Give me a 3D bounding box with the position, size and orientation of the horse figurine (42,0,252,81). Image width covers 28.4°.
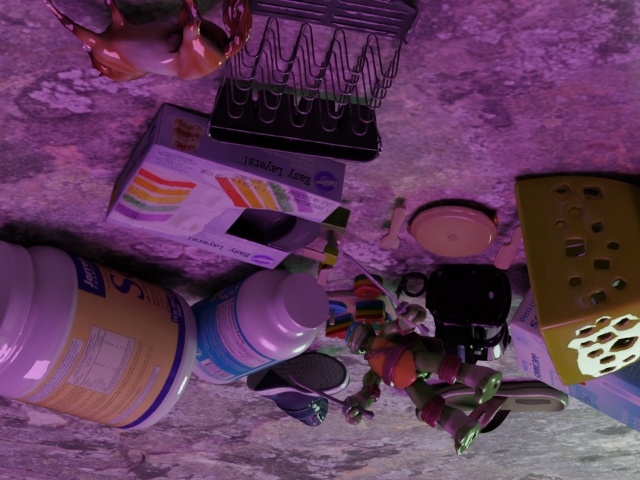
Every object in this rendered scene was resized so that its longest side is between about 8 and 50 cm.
[{"bbox_3d":[-0.173,-0.222,1.334,0.263,0.066,0.174,0,146,26],"label":"horse figurine"}]

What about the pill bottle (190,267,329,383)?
[{"bbox_3d":[-0.102,0.131,2.014,0.146,0.146,0.264,20,150,-34],"label":"pill bottle"}]

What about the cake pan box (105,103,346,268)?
[{"bbox_3d":[-0.126,-0.062,1.677,0.267,0.070,0.246,17,154,-19],"label":"cake pan box"}]

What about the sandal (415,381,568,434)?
[{"bbox_3d":[0.332,0.332,2.478,0.303,0.086,0.120,-5,154,16],"label":"sandal"}]

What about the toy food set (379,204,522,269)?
[{"bbox_3d":[0.189,-0.018,1.807,0.192,0.038,0.132,10,148,-3],"label":"toy food set"}]

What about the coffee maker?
[{"bbox_3d":[0.219,0.113,2.013,0.171,0.120,0.178,28,160,18],"label":"coffee maker"}]

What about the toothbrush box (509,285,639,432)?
[{"bbox_3d":[0.453,0.180,1.949,0.296,0.126,0.216,28,164,22],"label":"toothbrush box"}]

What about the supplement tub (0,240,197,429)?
[{"bbox_3d":[-0.385,0.146,1.962,0.331,0.241,0.241,24,148,-38],"label":"supplement tub"}]

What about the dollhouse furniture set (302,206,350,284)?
[{"bbox_3d":[0.000,0.000,1.819,0.059,0.076,0.151,16,153,0],"label":"dollhouse furniture set"}]

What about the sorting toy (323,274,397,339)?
[{"bbox_3d":[0.058,0.133,2.123,0.132,0.046,0.274,-3,155,12],"label":"sorting toy"}]

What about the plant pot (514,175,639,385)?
[{"bbox_3d":[0.392,0.042,1.700,0.207,0.227,0.228,-12,151,15],"label":"plant pot"}]

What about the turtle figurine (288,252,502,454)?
[{"bbox_3d":[0.116,0.201,1.907,0.266,0.197,0.274,28,164,25],"label":"turtle figurine"}]

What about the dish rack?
[{"bbox_3d":[-0.008,-0.188,1.404,0.208,0.074,0.271,6,155,-10],"label":"dish rack"}]

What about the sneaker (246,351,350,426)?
[{"bbox_3d":[-0.005,0.284,2.387,0.226,0.086,0.163,-6,145,39],"label":"sneaker"}]
